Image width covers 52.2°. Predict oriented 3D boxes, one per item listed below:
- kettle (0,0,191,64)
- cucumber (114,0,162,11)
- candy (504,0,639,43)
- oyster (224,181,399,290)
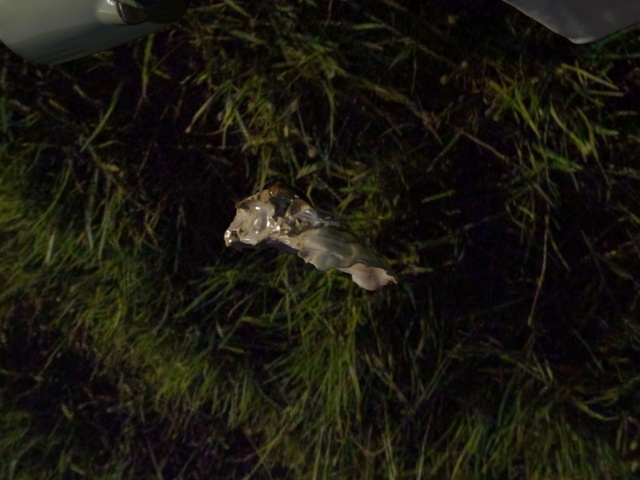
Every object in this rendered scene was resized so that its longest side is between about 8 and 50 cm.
[{"bbox_3d":[-0.286,-0.355,0.849,0.255,0.240,0.165,-2,151,36],"label":"kettle"},{"bbox_3d":[-0.157,-0.323,0.638,0.115,0.085,0.193,27,91,28],"label":"cucumber"},{"bbox_3d":[0.250,-0.276,0.407,0.208,0.145,0.358,11,162,-39],"label":"candy"},{"bbox_3d":[-0.012,-0.007,0.832,0.232,0.107,0.161,18,168,25],"label":"oyster"}]
